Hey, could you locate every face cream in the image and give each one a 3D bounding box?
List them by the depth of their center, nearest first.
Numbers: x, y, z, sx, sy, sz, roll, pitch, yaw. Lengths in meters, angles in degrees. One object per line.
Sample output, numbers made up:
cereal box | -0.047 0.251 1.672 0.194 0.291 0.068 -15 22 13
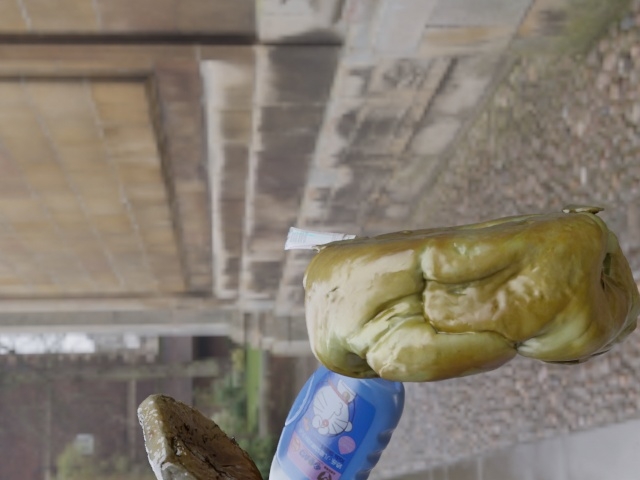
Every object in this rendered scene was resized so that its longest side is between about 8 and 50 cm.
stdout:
face cream | 0.011 0.277 1.632 0.149 0.083 0.264 41 113 32
face cream | 0.000 0.000 1.758 0.020 0.115 0.038 52 -131 -56

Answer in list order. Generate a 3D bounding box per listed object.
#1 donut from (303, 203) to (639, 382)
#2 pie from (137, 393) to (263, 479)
donut | 0.162 0.059 1.255 0.360 0.361 0.169 -176 79 -86
pie | -0.128 0.249 1.331 0.046 0.195 0.195 -45 14 8
